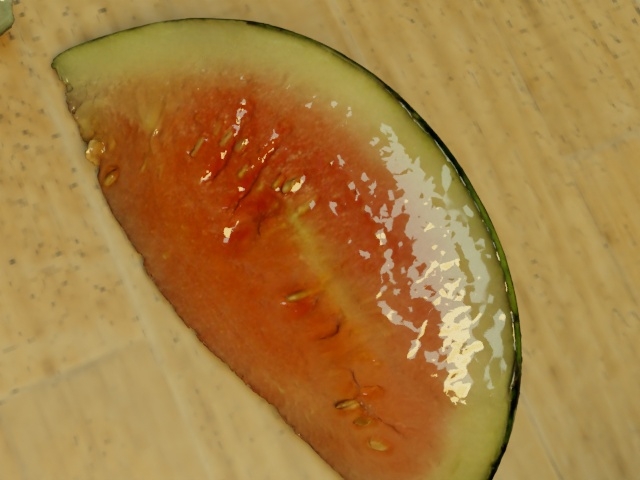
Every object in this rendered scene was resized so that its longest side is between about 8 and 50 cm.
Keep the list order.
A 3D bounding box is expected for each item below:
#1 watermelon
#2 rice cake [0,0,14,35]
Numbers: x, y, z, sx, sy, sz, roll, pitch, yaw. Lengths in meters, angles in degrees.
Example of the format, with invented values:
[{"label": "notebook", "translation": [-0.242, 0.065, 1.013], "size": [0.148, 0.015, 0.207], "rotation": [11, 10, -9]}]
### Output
[{"label": "watermelon", "translation": [-0.002, 0.000, 0.506], "size": [0.119, 0.063, 0.245], "rotation": [-37, 84, -1]}, {"label": "rice cake", "translation": [-0.215, -0.161, 0.519], "size": [0.127, 0.043, 0.237], "rotation": [-24, 80, -12]}]
